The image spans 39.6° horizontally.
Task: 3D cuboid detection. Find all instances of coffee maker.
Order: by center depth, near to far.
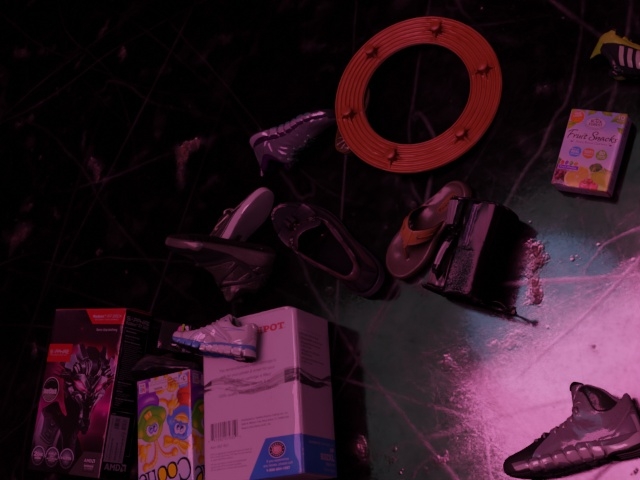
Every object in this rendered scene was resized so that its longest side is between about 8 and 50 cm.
[{"bbox_3d":[0.284,0.025,1.560,0.171,0.120,0.178,18,85,12],"label":"coffee maker"}]

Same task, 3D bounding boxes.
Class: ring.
[{"bbox_3d":[0.183,-0.291,1.733,0.336,0.032,0.336,-8,70,21],"label":"ring"}]

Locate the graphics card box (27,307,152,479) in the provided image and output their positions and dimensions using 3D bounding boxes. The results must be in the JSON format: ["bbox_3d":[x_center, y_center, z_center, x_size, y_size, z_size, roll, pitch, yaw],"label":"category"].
[{"bbox_3d":[-0.511,0.334,1.974,0.233,0.094,0.371,-2,74,32],"label":"graphics card box"}]

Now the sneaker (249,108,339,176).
[{"bbox_3d":[-0.043,-0.205,1.872,0.224,0.083,0.098,-16,86,33],"label":"sneaker"}]

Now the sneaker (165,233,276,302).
[{"bbox_3d":[-0.214,0.058,1.828,0.227,0.087,0.130,13,102,-4],"label":"sneaker"}]

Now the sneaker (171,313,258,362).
[{"bbox_3d":[-0.194,0.179,1.684,0.191,0.071,0.083,4,69,28],"label":"sneaker"}]

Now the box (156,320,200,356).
[{"bbox_3d":[-0.298,0.210,1.900,0.083,0.052,0.062,5,76,35],"label":"box"}]

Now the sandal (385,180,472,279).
[{"bbox_3d":[0.194,-0.026,1.653,0.219,0.060,0.090,-48,55,11],"label":"sandal"}]

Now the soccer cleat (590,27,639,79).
[{"bbox_3d":[0.543,-0.299,1.524,0.179,0.060,0.072,45,110,41],"label":"soccer cleat"}]

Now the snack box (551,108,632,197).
[{"bbox_3d":[0.466,-0.151,1.532,0.100,0.037,0.141,13,82,34],"label":"snack box"}]

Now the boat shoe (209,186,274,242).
[{"bbox_3d":[-0.186,-0.034,1.893,0.219,0.078,0.070,-51,56,10],"label":"boat shoe"}]

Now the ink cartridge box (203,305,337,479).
[{"bbox_3d":[-0.099,0.303,1.693,0.223,0.129,0.307,-16,66,29],"label":"ink cartridge box"}]

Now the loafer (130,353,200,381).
[{"bbox_3d":[-0.326,0.265,1.898,0.170,0.062,0.061,-2,45,26],"label":"loafer"}]

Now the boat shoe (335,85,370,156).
[{"bbox_3d":[0.068,-0.243,1.812,0.056,0.049,0.152,13,78,27],"label":"boat shoe"}]

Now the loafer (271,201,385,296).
[{"bbox_3d":[0.000,0.000,1.749,0.302,0.095,0.109,38,96,36],"label":"loafer"}]

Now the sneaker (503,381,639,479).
[{"bbox_3d":[0.393,0.296,1.414,0.229,0.086,0.132,-17,60,16],"label":"sneaker"}]

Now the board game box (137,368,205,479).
[{"bbox_3d":[-0.262,0.410,1.755,0.142,0.144,0.275,-17,67,27],"label":"board game box"}]
